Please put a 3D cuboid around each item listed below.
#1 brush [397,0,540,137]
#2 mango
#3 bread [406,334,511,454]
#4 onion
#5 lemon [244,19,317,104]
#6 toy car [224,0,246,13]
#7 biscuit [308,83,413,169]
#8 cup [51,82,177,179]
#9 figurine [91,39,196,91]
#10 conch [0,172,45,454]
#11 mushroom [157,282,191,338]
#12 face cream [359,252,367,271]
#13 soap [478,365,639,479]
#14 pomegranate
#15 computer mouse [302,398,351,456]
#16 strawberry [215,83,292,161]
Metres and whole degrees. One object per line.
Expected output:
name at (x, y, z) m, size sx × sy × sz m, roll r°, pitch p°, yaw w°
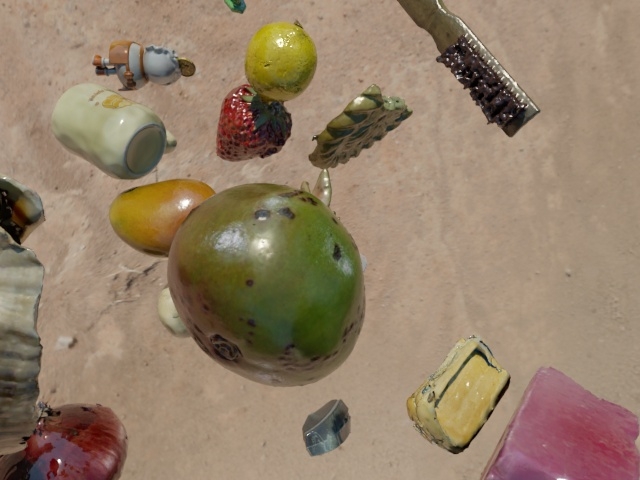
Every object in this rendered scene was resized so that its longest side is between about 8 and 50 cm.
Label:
brush at (0.121, -0.205, 0.605) m, size 0.036 × 0.043 × 0.248 m, roll -14°, pitch 66°, yaw -47°
mango at (-0.339, -0.046, 1.352) m, size 0.255 × 0.139 × 0.175 m, roll -9°, pitch 59°, yaw 8°
bread at (0.133, 0.149, 0.592) m, size 0.106 × 0.053 × 0.072 m, roll -41°, pitch 97°, yaw -29°
onion at (-0.667, 0.528, 1.537) m, size 0.348 × 0.348 × 0.285 m, roll -28°, pitch 121°, yaw -23°
lemon at (-0.096, -0.416, 1.455) m, size 0.174 × 0.173 × 0.206 m, roll 11°, pitch 117°, yaw -23°
toy car at (-0.324, -0.726, 1.527) m, size 0.359 × 0.213 × 0.176 m, roll 21°, pitch 61°, yaw -2°
biscuit at (0.063, -0.182, 1.048) m, size 0.187 × 0.273 × 0.036 m, roll -39°, pitch 84°, yaw 22°
cup at (-0.450, -0.227, 1.401) m, size 0.202 × 0.255 × 0.173 m, roll 28°, pitch 83°, yaw 19°
figurine at (-0.477, -0.467, 1.662) m, size 0.271 × 0.143 × 0.143 m, roll 13°, pitch 78°, yaw 10°
conch at (-0.288, 0.049, 0.431) m, size 0.159 × 0.291 × 0.210 m, roll 3°, pitch 66°, yaw -30°
mushroom at (-0.305, 0.153, 1.439) m, size 0.154 × 0.123 × 0.154 m, roll 2°, pitch 88°, yaw -63°
face cream at (0.000, 0.000, 1.494) m, size 0.269 × 0.082 × 0.082 m, roll 40°, pitch 71°, yaw -29°
soap at (0.196, 0.340, 0.647) m, size 0.233 × 0.128 × 0.359 m, roll -17°, pitch 130°, yaw -61°
pomegranate at (-0.039, 0.049, 0.864) m, size 0.323 × 0.291 × 0.290 m, roll -27°, pitch 96°, yaw -33°
computer mouse at (0.033, 0.547, 1.790) m, size 0.231 × 0.071 × 0.126 m, roll -18°, pitch 93°, yaw -52°
strawberry at (-0.198, -0.298, 1.659) m, size 0.205 × 0.244 × 0.205 m, roll 22°, pitch 52°, yaw -30°
